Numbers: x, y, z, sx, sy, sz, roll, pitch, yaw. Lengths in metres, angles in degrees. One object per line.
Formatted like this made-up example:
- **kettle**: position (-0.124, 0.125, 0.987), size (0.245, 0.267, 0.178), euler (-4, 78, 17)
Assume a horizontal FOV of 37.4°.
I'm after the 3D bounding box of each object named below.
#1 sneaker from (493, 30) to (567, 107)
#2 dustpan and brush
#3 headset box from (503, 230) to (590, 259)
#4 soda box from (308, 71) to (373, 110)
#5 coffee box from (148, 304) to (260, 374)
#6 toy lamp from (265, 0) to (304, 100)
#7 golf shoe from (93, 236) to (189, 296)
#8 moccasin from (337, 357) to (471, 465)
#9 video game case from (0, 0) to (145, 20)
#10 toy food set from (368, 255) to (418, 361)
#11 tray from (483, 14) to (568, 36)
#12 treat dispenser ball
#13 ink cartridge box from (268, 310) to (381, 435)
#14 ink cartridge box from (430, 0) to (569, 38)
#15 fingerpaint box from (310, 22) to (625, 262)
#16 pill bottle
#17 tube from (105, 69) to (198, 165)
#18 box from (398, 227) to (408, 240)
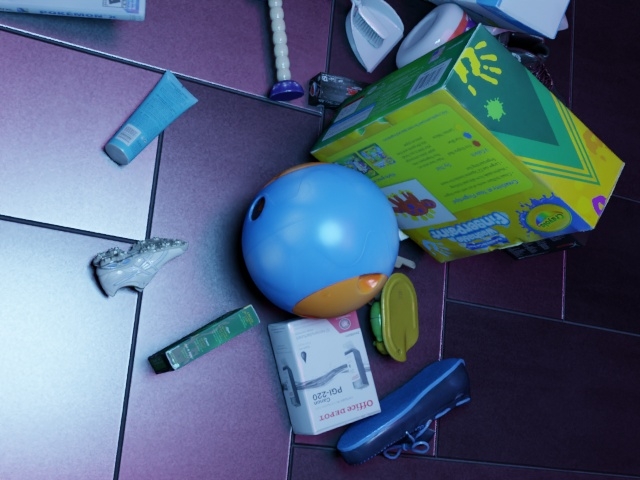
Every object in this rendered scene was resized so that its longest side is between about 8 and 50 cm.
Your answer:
- **sneaker**: position (0.487, -0.374, 2.139), size (0.281, 0.162, 0.106), euler (33, 67, -20)
- **dustpan and brush**: position (0.088, -0.480, 1.997), size (0.211, 0.060, 0.147), euler (46, 64, -15)
- **headset box**: position (0.407, -0.095, 2.016), size (0.293, 0.218, 0.110), euler (37, 65, -18)
- **soda box**: position (0.061, -0.298, 1.955), size (0.169, 0.053, 0.060), euler (8, 78, -27)
- **coffee box**: position (-0.209, 0.177, 1.693), size (0.184, 0.113, 0.040), euler (-28, 92, -28)
- **toy lamp**: position (-0.084, -0.420, 1.883), size (0.080, 0.080, 0.274), euler (-5, 83, -29)
- **golf shoe**: position (-0.316, 0.046, 1.695), size (0.176, 0.069, 0.085), euler (-16, 109, -27)
- **moccasin**: position (0.188, 0.356, 1.867), size (0.342, 0.138, 0.116), euler (-29, 100, -29)
- **video game case**: position (-0.455, -0.557, 1.673), size (0.300, 0.036, 0.328), euler (2, 80, -9)
- **toy food set**: position (0.137, 0.137, 1.922), size (0.128, 0.071, 0.217), euler (8, 78, -52)
- **tray**: position (0.482, -0.559, 2.246), size (0.271, 0.030, 0.145), euler (-15, 88, -30)
- **treat dispenser ball**: position (0.000, 0.000, 1.734), size (0.288, 0.288, 0.288), euler (5, 79, -28)
- **ink cartridge box**: position (0.008, 0.247, 1.811), size (0.159, 0.092, 0.217), euler (-13, 90, -30)
- **ink cartridge box**: position (0.376, -0.569, 2.005), size (0.197, 0.270, 0.198), euler (15, 99, -38)
- **fingerpaint box**: position (0.255, -0.154, 1.741), size (0.371, 0.445, 0.163), euler (39, 65, -17)
- **pill bottle**: position (0.329, -0.344, 2.037), size (0.323, 0.181, 0.181), euler (39, 65, -18)
- **tube**: position (-0.312, -0.225, 1.744), size (0.080, 0.052, 0.207), euler (48, 58, -19)
- **box**: position (0.143, -0.124, 1.966), size (0.101, 0.060, 0.244), euler (-24, 93, -30)
